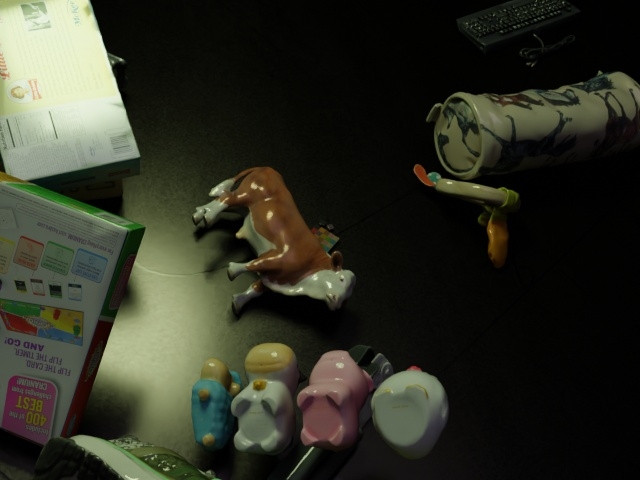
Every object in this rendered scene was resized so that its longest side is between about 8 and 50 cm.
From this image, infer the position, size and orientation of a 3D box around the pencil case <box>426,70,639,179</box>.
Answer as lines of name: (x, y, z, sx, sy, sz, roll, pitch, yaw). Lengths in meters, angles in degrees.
pencil case: (0.420, -0.225, 1.572, 0.410, 0.159, 0.183, -10, 42, -19)

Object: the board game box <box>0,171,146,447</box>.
board game box: (-0.400, 0.089, 1.092, 0.242, 0.316, 0.064, 21, 7, 5)

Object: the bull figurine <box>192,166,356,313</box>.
bull figurine: (-0.077, 0.011, 1.324, 0.188, 0.101, 0.310, -18, 58, -21)

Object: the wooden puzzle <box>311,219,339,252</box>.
wooden puzzle: (0.000, 0.000, 1.408, 0.049, 0.006, 0.083, 32, 53, 15)

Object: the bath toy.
bath toy: (0.006, 0.213, 1.084, 0.348, 0.129, 0.151, -3, 81, 23)

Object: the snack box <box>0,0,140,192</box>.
snack box: (-0.404, -0.228, 1.219, 0.187, 0.060, 0.321, -14, 71, -20)

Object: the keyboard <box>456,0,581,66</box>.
keyboard: (0.481, -0.490, 1.877, 0.317, 0.033, 0.201, -25, 61, -26)

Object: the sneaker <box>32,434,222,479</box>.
sneaker: (-0.142, 0.335, 1.008, 0.410, 0.158, 0.182, 25, 16, 17)

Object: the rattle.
rattle: (0.253, -0.049, 1.482, 0.200, 0.142, 0.130, 13, 16, 19)

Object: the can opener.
can opener: (0.017, 0.267, 1.172, 0.093, 0.074, 0.280, 5, 39, 39)

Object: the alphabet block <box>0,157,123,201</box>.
alphabet block: (-0.441, -0.187, 1.352, 0.197, 0.193, 0.192, -7, 55, -17)

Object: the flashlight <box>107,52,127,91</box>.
flashlight: (-0.514, -0.343, 1.520, 0.304, 0.103, 0.103, 24, 53, 7)
